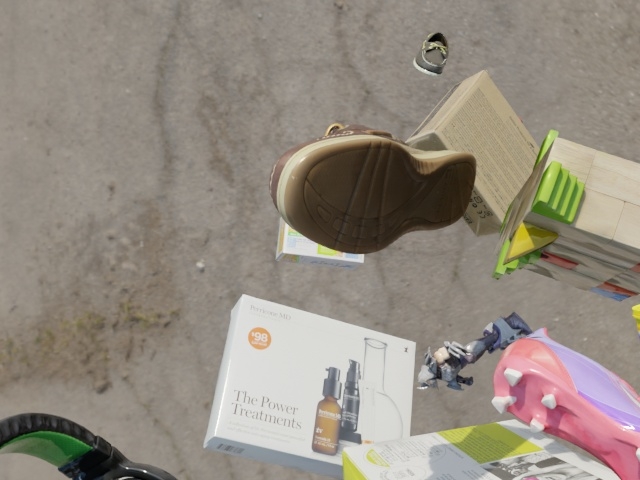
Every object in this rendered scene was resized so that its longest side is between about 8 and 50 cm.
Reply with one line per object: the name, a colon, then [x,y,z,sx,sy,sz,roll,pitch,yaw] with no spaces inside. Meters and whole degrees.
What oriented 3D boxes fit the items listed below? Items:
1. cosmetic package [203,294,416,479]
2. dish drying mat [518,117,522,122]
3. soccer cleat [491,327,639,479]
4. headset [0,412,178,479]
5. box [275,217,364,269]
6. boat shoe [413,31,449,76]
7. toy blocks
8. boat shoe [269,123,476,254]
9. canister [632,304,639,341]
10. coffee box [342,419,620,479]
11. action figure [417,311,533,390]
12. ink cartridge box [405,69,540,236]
cosmetic package: [-0.009,0.292,1.432,0.097,0.378,0.284,127,155,-53]
dish drying mat: [0.480,-0.298,1.831,0.008,0.083,0.032,-22,123,3]
soccer cleat: [0.259,0.160,0.612,0.248,0.095,0.083,33,135,25]
headset: [-0.197,0.329,0.643,0.185,0.243,0.394,-32,115,15]
box: [0.000,0.000,1.830,0.103,0.203,0.114,137,138,-72]
boat shoe: [0.292,-0.484,1.921,0.081,0.227,0.068,23,120,-3]
toy blocks: [0.383,-0.002,0.961,0.261,0.381,0.190,20,81,8]
boat shoe: [0.046,-0.068,0.820,0.123,0.342,0.123,24,111,34]
canister: [0.793,0.236,1.716,0.126,0.074,0.169,-175,72,-77]
coffee box: [0.240,0.498,1.122,0.338,0.335,0.337,-169,73,-76]
action figure: [0.339,0.264,1.701,0.285,0.185,0.099,-29,65,-11]
ink cartridge box: [0.292,-0.156,1.355,0.234,0.193,0.088,50,149,-15]
